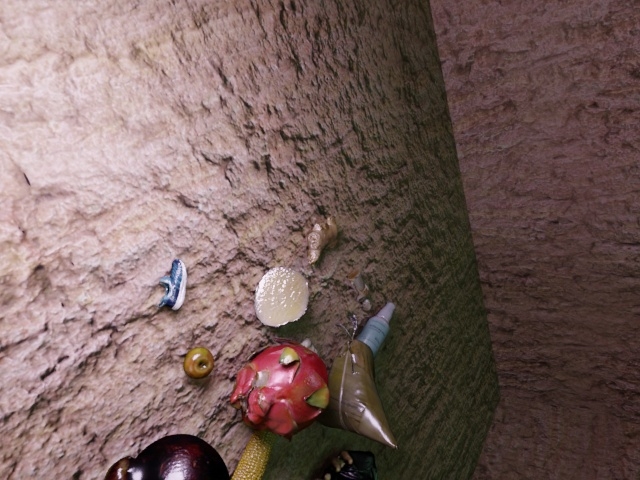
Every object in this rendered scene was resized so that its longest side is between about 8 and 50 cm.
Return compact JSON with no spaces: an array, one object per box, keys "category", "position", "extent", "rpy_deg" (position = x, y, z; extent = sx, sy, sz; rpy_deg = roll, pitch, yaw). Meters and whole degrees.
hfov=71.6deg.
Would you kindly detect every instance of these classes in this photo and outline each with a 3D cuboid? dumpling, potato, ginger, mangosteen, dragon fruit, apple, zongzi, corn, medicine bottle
[{"category":"dumpling","position":[-0.063,0.423,1.619],"extent":[0.199,0.118,0.136],"rpy_deg":[41,57,-70]},{"category":"potato","position":[-0.138,0.196,1.522],"extent":[0.182,0.117,0.202],"rpy_deg":[10,80,-10]},{"category":"ginger","position":[-0.001,-0.005,1.743],"extent":[0.213,0.074,0.137],"rpy_deg":[-41,121,-38]},{"category":"mangosteen","position":[-0.370,0.610,1.067],"extent":[0.313,0.297,0.297],"rpy_deg":[54,49,-23]},{"category":"dragon fruit","position":[-0.141,0.444,1.370],"extent":[0.226,0.305,0.305],"rpy_deg":[40,58,-42]},{"category":"apple","position":[-0.350,0.351,1.270],"extent":[0.089,0.074,0.089],"rpy_deg":[2,88,-50]},{"category":"zongzi","position":[0.191,0.532,1.712],"extent":[0.181,0.418,0.447],"rpy_deg":[41,64,-40]},{"category":"corn","position":[-0.212,0.706,1.429],"extent":[0.091,0.091,0.260],"rpy_deg":[98,15,-58]},{"category":"medicine bottle","position":[0.254,0.413,2.029],"extent":[0.352,0.110,0.110],"rpy_deg":[-49,126,-42]}]

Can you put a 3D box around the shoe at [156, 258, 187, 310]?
[{"category":"shoe","position":[-0.407,0.119,1.219],"extent":[0.071,0.064,0.143],"rpy_deg":[14,72,-33]}]

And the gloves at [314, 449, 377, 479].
[{"category":"gloves","position":[0.099,0.950,1.782],"extent":[0.301,0.152,0.197],"rpy_deg":[23,50,-44]}]

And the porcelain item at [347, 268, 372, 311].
[{"category":"porcelain item","position":[0.184,0.233,1.991],"extent":[0.084,0.054,0.213],"rpy_deg":[-49,127,-39]}]
